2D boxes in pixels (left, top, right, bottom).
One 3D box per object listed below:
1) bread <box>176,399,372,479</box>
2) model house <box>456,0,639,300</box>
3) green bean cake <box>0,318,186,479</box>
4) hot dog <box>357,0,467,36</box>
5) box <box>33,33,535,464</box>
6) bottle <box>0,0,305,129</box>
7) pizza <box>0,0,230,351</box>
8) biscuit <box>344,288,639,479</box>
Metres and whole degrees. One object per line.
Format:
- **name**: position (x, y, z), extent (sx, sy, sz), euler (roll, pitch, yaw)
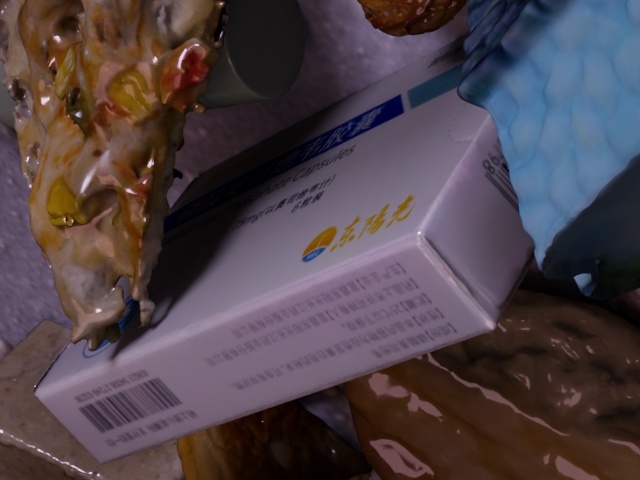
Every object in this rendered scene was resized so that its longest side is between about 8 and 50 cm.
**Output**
- **bread**: position (-0.049, 0.153, 1.280), extent (0.154, 0.136, 0.054), euler (34, 125, -2)
- **model house**: position (0.179, -0.137, 0.801), extent (0.261, 0.226, 0.241), euler (-50, 56, 49)
- **green bean cake**: position (-0.159, 0.142, 1.373), extent (0.179, 0.109, 0.085), euler (22, 141, 17)
- **hot dog**: position (0.027, -0.171, 0.942), extent (0.099, 0.065, 0.147), euler (-24, 107, 47)
- **box**: position (0.000, 0.000, 1.034), extent (0.065, 0.200, 0.343), euler (47, 141, -17)
- **bottle**: position (-0.106, -0.106, 1.107), extent (0.201, 0.072, 0.072), euler (-4, 127, 40)
- **pizza**: position (-0.121, -0.095, 1.020), extent (0.189, 0.071, 0.297), euler (19, 105, 42)
- **biscuit**: position (0.139, 0.124, 1.142), extent (0.274, 0.091, 0.213), euler (26, 138, 10)
